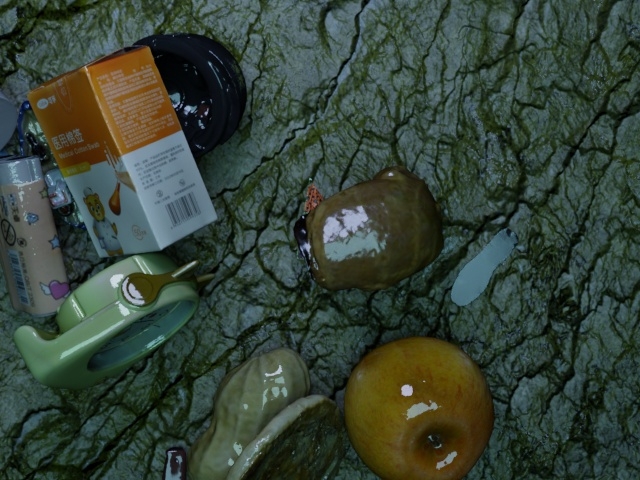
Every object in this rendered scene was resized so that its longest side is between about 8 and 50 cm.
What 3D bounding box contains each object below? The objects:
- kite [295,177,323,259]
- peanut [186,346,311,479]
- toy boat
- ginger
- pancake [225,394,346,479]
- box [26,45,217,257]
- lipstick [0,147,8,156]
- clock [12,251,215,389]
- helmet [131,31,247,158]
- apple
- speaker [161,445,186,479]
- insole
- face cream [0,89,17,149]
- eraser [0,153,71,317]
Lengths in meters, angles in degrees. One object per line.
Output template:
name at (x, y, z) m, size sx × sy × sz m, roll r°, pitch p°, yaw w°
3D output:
kite at (0.000, 0.000, 1.642) m, size 0.125 × 0.008 × 0.222 m, roll -38°, pitch 95°, yaw 5°
peanut at (-0.135, 0.360, 1.593) m, size 0.174 × 0.158 × 0.339 m, roll 21°, pitch 93°, yaw -18°
toy boat at (-0.504, -0.139, 1.560) m, size 0.114 × 0.115 × 0.262 m, roll -21°, pitch 95°, yaw 0°
ginger at (0.109, -0.016, 1.511) m, size 0.223 × 0.269 × 0.200 m, roll -27°, pitch 92°, yaw 28°
pancake at (-0.066, 0.445, 1.550) m, size 0.065 × 0.356 × 0.356 m, roll 32°, pitch 95°, yaw 36°
box at (-0.357, -0.155, 1.475) m, size 0.143 × 0.225 × 0.341 m, roll -32°, pitch 108°, yaw -42°
lipstick at (-0.689, -0.146, 1.589) m, size 0.158 × 0.048 × 0.048 m, roll -14°, pitch 95°, yaw 0°
clock at (-0.361, 0.136, 1.516) m, size 0.348 × 0.286 × 0.117 m, roll -35°, pitch 76°, yaw -4°
helmet at (-0.228, -0.280, 1.511) m, size 0.279 × 0.160 × 0.230 m, roll -9°, pitch 110°, yaw 35°
apple at (0.187, 0.329, 1.548) m, size 0.299 × 0.275 × 0.298 m, roll -1°, pitch 98°, yaw -7°
speaker at (-0.369, 0.567, 1.643) m, size 0.330 × 0.198 × 0.259 m, roll 3°, pitch 55°, yaw -16°
insole at (0.329, 0.054, 1.655) m, size 0.064 × 0.004 × 0.188 m, roll 39°, pitch 93°, yaw -5°
face cream at (-0.674, -0.240, 1.500) m, size 0.177 × 0.177 × 0.153 m, roll -46°, pitch 75°, yaw 3°
eraser at (-0.549, -0.011, 1.528) m, size 0.087 × 0.171 × 0.290 m, roll -23°, pitch 110°, yaw -42°
